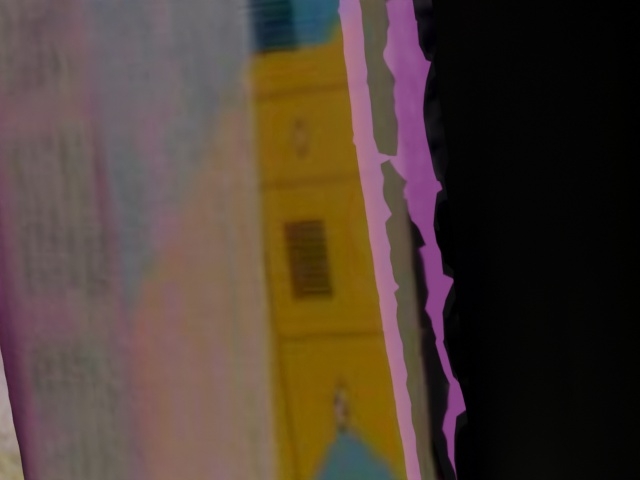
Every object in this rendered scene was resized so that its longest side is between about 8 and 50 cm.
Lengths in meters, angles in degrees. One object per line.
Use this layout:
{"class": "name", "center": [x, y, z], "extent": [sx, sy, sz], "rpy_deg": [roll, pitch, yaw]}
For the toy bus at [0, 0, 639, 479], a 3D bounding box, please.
{"class": "toy bus", "center": [0.000, 0.000, 0.530], "extent": [0.162, 0.171, 0.386], "rpy_deg": [-3, 97, 30]}
